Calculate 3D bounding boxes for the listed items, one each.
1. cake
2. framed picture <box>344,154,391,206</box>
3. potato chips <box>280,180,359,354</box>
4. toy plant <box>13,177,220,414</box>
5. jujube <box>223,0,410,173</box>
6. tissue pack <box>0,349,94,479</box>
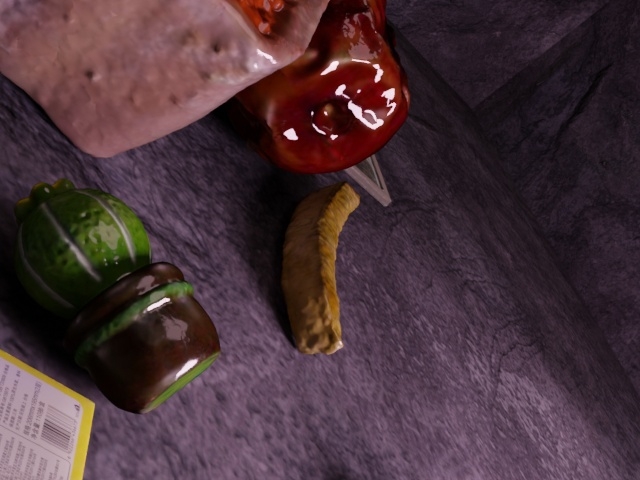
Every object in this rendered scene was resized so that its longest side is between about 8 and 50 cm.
[{"bbox_3d":[-0.140,-0.254,0.743,0.237,0.230,0.309,52,39,-28],"label":"cake"},{"bbox_3d":[0.013,-0.219,1.458,0.240,0.020,0.324,40,23,-34],"label":"framed picture"},{"bbox_3d":[0.000,0.000,0.986,0.080,0.057,0.407,60,16,-18],"label":"potato chips"},{"bbox_3d":[-0.141,0.031,0.563,0.162,0.093,0.093,50,19,6],"label":"toy plant"},{"bbox_3d":[-0.027,-0.251,1.050,0.276,0.276,0.377,36,18,-39],"label":"jujube"},{"bbox_3d":[-0.166,0.129,0.375,0.095,0.062,0.176,39,24,-29],"label":"tissue pack"}]
